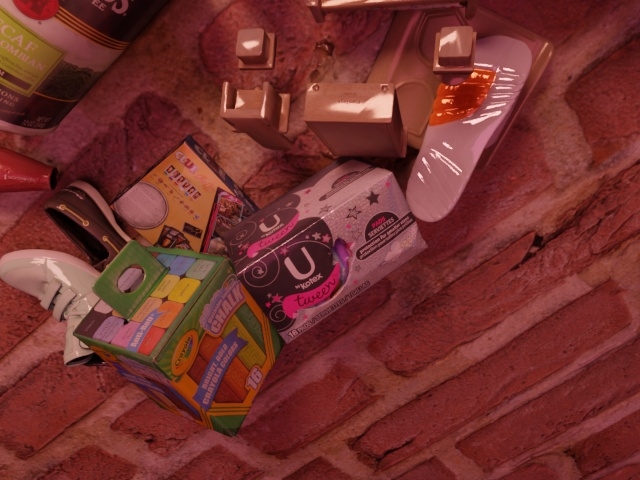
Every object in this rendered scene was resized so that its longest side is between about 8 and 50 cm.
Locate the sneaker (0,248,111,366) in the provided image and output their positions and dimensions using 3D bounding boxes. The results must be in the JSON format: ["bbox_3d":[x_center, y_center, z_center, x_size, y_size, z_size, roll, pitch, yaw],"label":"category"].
[{"bbox_3d":[-0.407,0.114,0.741,0.256,0.151,0.094,24,127,-16],"label":"sneaker"}]

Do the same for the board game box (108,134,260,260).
[{"bbox_3d":[-0.188,-0.025,0.754,0.165,0.042,0.243,-35,116,13],"label":"board game box"}]

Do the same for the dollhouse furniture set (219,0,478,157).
[{"bbox_3d":[0.049,-0.305,0.619,0.303,0.174,0.355,4,87,14],"label":"dollhouse furniture set"}]

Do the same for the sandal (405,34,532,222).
[{"bbox_3d":[0.199,-0.153,0.656,0.102,0.076,0.265,30,106,19],"label":"sandal"}]

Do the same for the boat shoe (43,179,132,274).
[{"bbox_3d":[-0.339,0.017,0.734,0.081,0.069,0.228,-12,120,36],"label":"boat shoe"}]

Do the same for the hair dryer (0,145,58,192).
[{"bbox_3d":[-0.495,-0.166,0.629,0.223,0.080,0.293,-36,116,13],"label":"hair dryer"}]

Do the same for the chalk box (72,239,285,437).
[{"bbox_3d":[-0.211,0.129,0.692,0.179,0.180,0.289,6,140,31],"label":"chalk box"}]

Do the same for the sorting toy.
[{"bbox_3d":[0.209,-0.272,0.665,0.229,0.041,0.307,20,114,-10],"label":"sorting toy"}]

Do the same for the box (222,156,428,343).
[{"bbox_3d":[0.000,0.000,0.686,0.247,0.163,0.142,-34,117,-4],"label":"box"}]

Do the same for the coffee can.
[{"bbox_3d":[-0.306,-0.283,0.516,0.275,0.201,0.201,-39,115,16],"label":"coffee can"}]
